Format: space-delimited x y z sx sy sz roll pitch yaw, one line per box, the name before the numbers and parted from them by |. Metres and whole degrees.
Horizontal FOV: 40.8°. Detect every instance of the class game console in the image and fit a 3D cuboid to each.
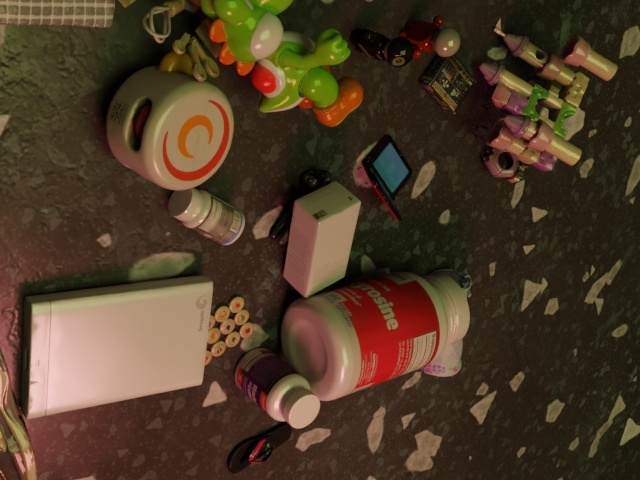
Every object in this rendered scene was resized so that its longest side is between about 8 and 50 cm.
game console | 0.160 -0.136 1.893 0.085 0.124 0.144 -31 133 9

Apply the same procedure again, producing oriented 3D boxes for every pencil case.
pencil case | 0.313 0.208 2.171 0.124 0.114 0.273 -25 126 -47

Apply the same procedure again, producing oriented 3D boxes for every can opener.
can opener | -0.036 -0.068 1.775 0.186 0.059 0.073 -55 135 -5

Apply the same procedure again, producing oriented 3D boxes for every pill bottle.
pill bottle | -0.089 0.316 1.827 0.108 0.193 0.108 -18 121 -33
pill bottle | 0.134 0.198 1.933 0.408 0.229 0.229 -13 119 -36
pill bottle | -0.215 -0.049 1.620 0.137 0.078 0.078 30 90 -44

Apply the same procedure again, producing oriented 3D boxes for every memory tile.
memory tile | -0.209 0.188 1.790 0.148 0.012 0.113 -33 129 -23

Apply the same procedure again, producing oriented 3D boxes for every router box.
router box | 0.283 -0.354 1.916 0.122 0.038 0.092 37 85 -44

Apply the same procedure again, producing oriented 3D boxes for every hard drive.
hard drive | -0.376 0.195 1.619 0.353 0.047 0.233 -6 114 -36

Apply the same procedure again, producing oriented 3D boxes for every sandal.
sandal | -0.133 0.478 1.978 0.179 0.040 0.067 -26 126 -28

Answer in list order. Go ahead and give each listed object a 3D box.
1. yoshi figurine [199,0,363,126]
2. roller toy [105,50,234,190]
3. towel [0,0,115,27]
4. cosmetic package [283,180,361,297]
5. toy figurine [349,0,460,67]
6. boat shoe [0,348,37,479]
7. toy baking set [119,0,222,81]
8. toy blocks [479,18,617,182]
yoshi figurine | -0.056 -0.367 1.509 0.362 0.204 0.203 36 44 -51
roller toy | -0.259 -0.195 1.462 0.191 0.146 0.209 -42 141 -26
towel | -0.415 -0.428 1.233 0.284 0.121 0.235 -8 117 -37
cosmetic package | 0.000 0.000 1.772 0.117 0.085 0.231 -27 145 -33
toy figurine | 0.175 -0.455 1.697 0.213 0.148 0.209 -16 121 -34
boat shoe | -0.581 0.298 1.469 0.130 0.132 0.355 -18 113 -22
toy baking set | -0.229 -0.367 1.391 0.030 0.196 0.256 -26 142 24
toy blocks | 0.458 -0.324 1.992 0.260 0.309 0.288 27 80 -12
